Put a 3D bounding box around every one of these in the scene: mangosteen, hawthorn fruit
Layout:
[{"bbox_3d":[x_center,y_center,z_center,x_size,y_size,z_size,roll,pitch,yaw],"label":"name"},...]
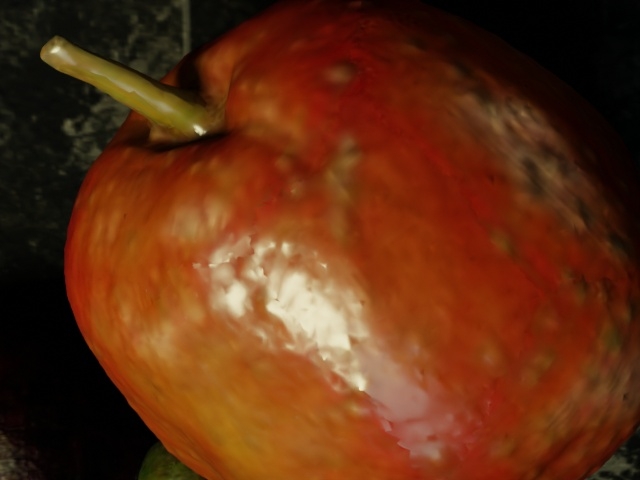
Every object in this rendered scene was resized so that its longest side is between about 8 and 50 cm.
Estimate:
[{"bbox_3d":[-0.161,0.163,0.980,0.297,0.297,0.313,33,105,-30],"label":"mangosteen"},{"bbox_3d":[0.000,0.000,0.793,0.330,0.287,0.287,37,130,-25],"label":"hawthorn fruit"}]
